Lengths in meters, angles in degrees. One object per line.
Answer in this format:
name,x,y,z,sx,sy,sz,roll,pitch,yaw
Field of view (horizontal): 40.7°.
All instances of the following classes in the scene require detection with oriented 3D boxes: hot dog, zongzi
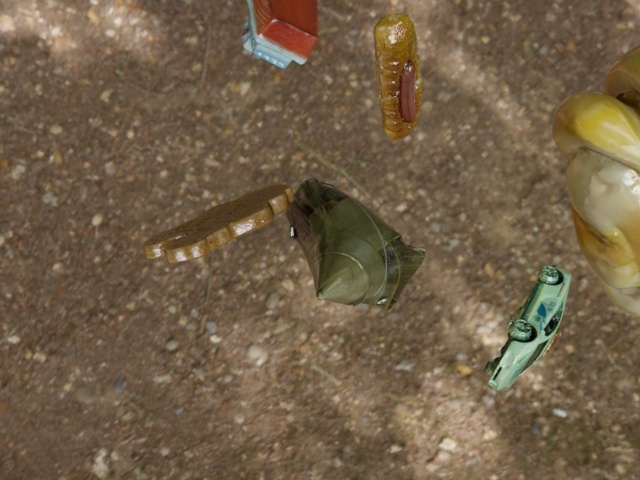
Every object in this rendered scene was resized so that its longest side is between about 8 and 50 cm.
hot dog,0.110,-0.214,1.155,0.066,0.215,0.047,-36,58,-18
zongzi,0.000,0.000,1.568,0.289,0.154,0.317,39,21,26

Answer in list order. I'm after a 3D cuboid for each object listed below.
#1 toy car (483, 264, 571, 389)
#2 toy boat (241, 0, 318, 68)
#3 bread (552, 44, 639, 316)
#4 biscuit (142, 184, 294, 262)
toy car,0.243,0.105,0.991,0.058,0.093,0.186,30,45,12
toy boat,-0.093,-0.470,1.690,0.145,0.133,0.332,19,47,-30
bread,0.474,-0.057,1.171,0.245,0.424,0.329,-37,45,-9
biscuit,-0.171,-0.029,1.555,0.295,0.186,0.044,-27,112,-29
